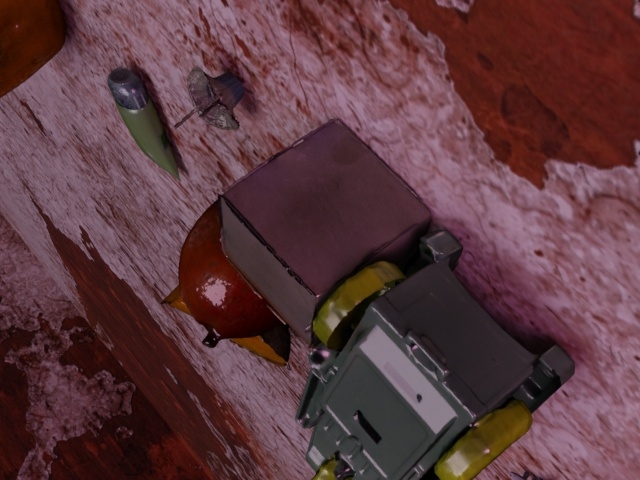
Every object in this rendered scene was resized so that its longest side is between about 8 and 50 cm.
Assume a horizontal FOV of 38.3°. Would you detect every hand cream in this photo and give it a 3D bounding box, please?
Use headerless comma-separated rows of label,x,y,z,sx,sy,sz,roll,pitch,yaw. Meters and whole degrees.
hand cream,-0.251,-0.167,1.312,0.095,0.046,0.175,34,157,39

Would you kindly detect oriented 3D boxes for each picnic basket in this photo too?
picnic basket,-0.121,-0.153,1.018,0.065,0.083,0.083,1,127,57

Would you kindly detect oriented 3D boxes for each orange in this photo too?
orange,-0.502,-0.315,1.356,0.183,0.249,0.249,52,158,-10

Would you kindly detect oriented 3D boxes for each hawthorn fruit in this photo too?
hawthorn fruit,-0.093,0.038,1.091,0.169,0.188,0.169,33,167,8

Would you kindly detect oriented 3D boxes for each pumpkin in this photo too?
pumpkin,-0.108,0.100,1.348,0.163,0.111,0.278,44,159,-17

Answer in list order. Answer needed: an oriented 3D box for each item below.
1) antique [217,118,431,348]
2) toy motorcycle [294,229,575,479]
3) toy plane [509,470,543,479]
antique,0.000,0.000,0.901,0.147,0.152,0.148,47,159,20
toy motorcycle,0.092,0.150,0.897,0.191,0.200,0.326,48,146,17
toy plane,0.235,0.271,0.976,0.084,0.024,0.078,45,157,39
